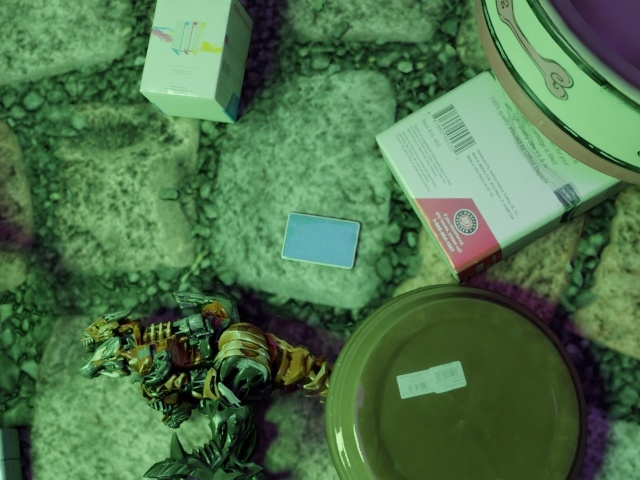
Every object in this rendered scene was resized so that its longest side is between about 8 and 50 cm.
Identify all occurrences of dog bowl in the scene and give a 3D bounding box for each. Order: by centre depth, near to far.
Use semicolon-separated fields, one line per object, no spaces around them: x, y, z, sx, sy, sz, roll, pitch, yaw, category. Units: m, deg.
0.330;-0.230;0.967;0.407;0.150;0.408;7;65;-14;dog bowl

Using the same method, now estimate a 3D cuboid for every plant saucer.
0.144;0.177;1.017;0.277;0.041;0.278;2;77;-7;plant saucer

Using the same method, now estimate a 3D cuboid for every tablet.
0.000;0.000;1.131;0.083;0.006;0.054;9;82;10;tablet

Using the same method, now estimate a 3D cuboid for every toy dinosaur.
-0.101;0.158;1.057;0.321;0.164;0.219;-1;65;25;toy dinosaur

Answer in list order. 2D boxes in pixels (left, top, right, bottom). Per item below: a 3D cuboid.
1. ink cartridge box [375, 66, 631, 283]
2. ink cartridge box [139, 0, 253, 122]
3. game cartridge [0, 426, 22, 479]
0.204;-0.089;1.062;0.237;0.100;0.172;-30;77;4;ink cartridge box
-0.138;-0.219;1.147;0.089;0.092;0.143;7;81;12;ink cartridge box
-0.505;0.351;1.136;0.354;0.068;0.230;-10;75;8;game cartridge
